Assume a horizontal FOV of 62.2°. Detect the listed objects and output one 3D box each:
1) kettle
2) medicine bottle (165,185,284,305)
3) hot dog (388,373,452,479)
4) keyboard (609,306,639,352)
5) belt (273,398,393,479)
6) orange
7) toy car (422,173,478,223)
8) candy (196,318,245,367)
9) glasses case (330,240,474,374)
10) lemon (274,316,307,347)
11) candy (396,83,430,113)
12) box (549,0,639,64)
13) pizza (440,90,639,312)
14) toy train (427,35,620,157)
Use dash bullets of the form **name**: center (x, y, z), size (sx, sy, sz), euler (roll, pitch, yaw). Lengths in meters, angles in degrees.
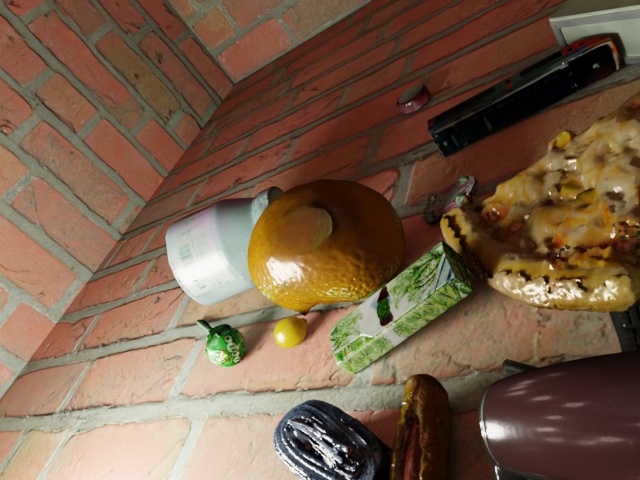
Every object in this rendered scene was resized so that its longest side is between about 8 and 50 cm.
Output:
- **kettle**: center (0.299, 0.223, 0.581), size (0.232, 0.144, 0.201), euler (-21, 65, 43)
- **medicine bottle**: center (-0.202, 0.008, 1.348), size (0.290, 0.245, 0.244), euler (-22, 33, 15)
- **hot dog**: center (0.133, 0.307, 0.688), size (0.068, 0.083, 0.288), euler (-27, 34, 36)
- **keyboard**: center (0.442, 0.034, 0.738), size (0.104, 0.041, 0.381), euler (-22, 34, 31)
- **belt**: center (0.018, 0.309, 0.773), size (0.122, 0.128, 0.218), euler (-51, 31, -19)
- **orange**: center (-0.002, -0.006, 1.097), size (0.335, 0.196, 0.262), euler (-6, 54, 24)
- **toy car**: center (0.269, -0.080, 1.093), size (0.142, 0.055, 0.069), euler (-33, 26, 43)
- **candy**: center (-0.259, 0.230, 1.292), size (0.097, 0.097, 0.323), euler (-49, 21, -14)
- **glasses case**: center (0.130, 0.119, 0.915), size (0.272, 0.062, 0.095), euler (-43, 25, 26)
- **lemon**: center (-0.061, 0.189, 1.105), size (0.083, 0.062, 0.062), euler (-39, 29, 4)
- **candy**: center (0.274, -0.418, 1.566), size (0.103, 0.043, 0.103), euler (-30, 31, 20)
- **box**: center (0.613, -0.444, 1.107), size (0.086, 0.129, 0.225), euler (-47, 29, -10)
- **pizza**: center (0.370, -0.029, 0.804), size (0.435, 0.080, 0.391), euler (-41, 25, 33)
- **toy train**: center (0.441, -0.324, 1.193), size (0.410, 0.086, 0.089), euler (-26, 30, 25)
